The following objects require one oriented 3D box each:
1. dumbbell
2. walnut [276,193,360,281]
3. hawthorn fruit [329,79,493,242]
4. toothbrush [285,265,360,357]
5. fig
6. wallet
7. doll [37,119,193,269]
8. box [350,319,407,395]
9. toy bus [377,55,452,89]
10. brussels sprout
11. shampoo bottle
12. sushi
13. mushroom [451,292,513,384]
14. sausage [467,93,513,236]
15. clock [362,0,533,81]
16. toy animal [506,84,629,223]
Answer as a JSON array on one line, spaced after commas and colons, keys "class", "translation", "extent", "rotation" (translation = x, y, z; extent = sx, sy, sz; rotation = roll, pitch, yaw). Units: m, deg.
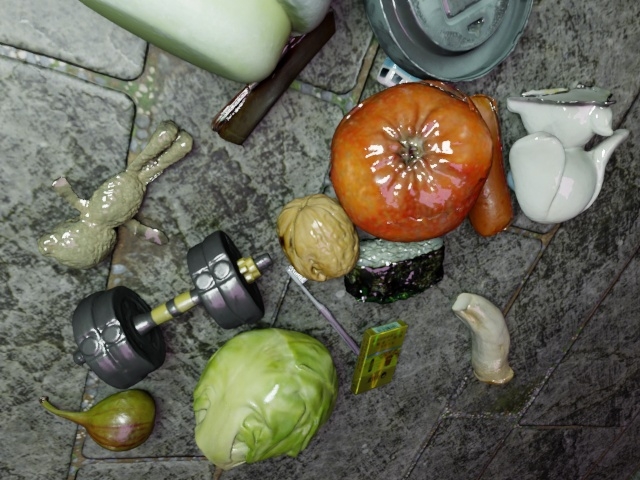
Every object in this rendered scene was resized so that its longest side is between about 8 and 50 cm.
[{"class": "dumbbell", "translation": [-0.263, 0.121, 0.774], "extent": [0.389, 0.185, 0.185], "rotation": [-28, 123, -3]}, {"class": "walnut", "translation": [0.000, 0.000, 0.821], "extent": [0.156, 0.155, 0.184], "rotation": [-25, 127, -5]}, {"class": "hawthorn fruit", "translation": [0.165, -0.115, 0.771], "extent": [0.276, 0.276, 0.307], "rotation": [-39, 156, 4]}, {"class": "toothbrush", "translation": [0.023, 0.173, 0.996], "extent": [0.029, 0.024, 0.354], "rotation": [-34, 123, 2]}, {"class": "fig", "translation": [-0.464, 0.359, 0.887], "extent": [0.237, 0.124, 0.124], "rotation": [17, 111, -13]}, {"class": "wallet", "translation": [-0.069, -0.257, 0.675], "extent": [0.031, 0.137, 0.255], "rotation": [43, 99, 0]}, {"class": "doll", "translation": [-0.338, -0.072, 0.703], "extent": [0.203, 0.091, 0.285], "rotation": [-12, 140, -52]}, {"class": "box", "translation": [0.147, 0.299, 1.089], "extent": [0.122, 0.030, 0.193], "rotation": [-7, 120, -32]}, {"class": "toy bus", "translation": [0.167, -0.287, 0.776], "extent": [0.123, 0.060, 0.074], "rotation": [22, 109, -27]}, {"class": "brussels sprout", "translation": [-0.110, 0.329, 0.910], "extent": [0.328, 0.247, 0.327], "rotation": [-8, 116, -17]}, {"class": "shampoo bottle", "translation": [-0.122, -0.370, 0.478], "extent": [0.323, 0.322, 0.317], "rotation": [20, 98, -27]}, {"class": "sushi", "translation": [0.160, 0.059, 0.923], "extent": [0.225, 0.124, 0.127], "rotation": [-12, 120, -13]}, {"class": "mushroom", "translation": [0.449, 0.270, 1.160], "extent": [0.123, 0.095, 0.351], "rotation": [-20, 122, 13]}, {"class": "sausage", "translation": [0.327, -0.146, 0.888], "extent": [0.102, 0.102, 0.330], "rotation": [-27, 123, -4]}, {"class": "clock", "translation": [0.209, -0.414, 0.682], "extent": [0.313, 0.061, 0.312], "rotation": [-7, 107, -23]}, {"class": "toy animal", "translation": [0.506, -0.181, 0.884], "extent": [0.249, 0.174, 0.289], "rotation": [-28, 122, -2]}]
